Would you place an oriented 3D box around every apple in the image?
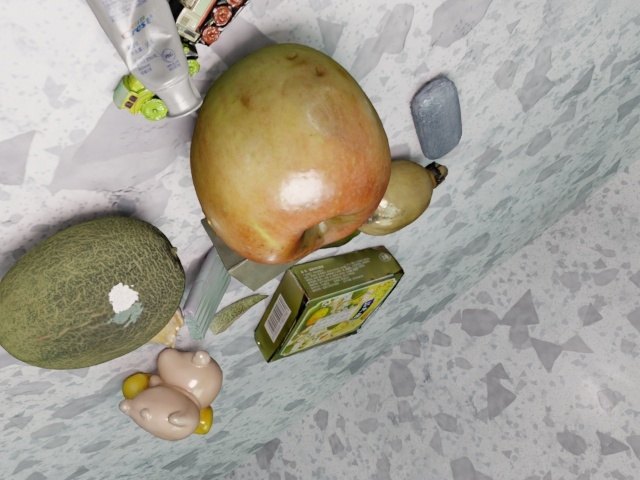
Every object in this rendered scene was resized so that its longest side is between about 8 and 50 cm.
[{"bbox_3d":[-0.059,-0.139,0.819,0.338,0.305,0.338,-29,167,-7],"label":"apple"}]

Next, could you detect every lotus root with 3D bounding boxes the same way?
[{"bbox_3d":[0.204,-0.122,1.283,0.310,0.183,0.182,-25,153,-29],"label":"lotus root"}]

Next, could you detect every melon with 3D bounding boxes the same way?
[{"bbox_3d":[-0.238,0.210,1.462,0.182,0.054,0.098,-38,159,10],"label":"melon"},{"bbox_3d":[-0.399,0.093,0.877,0.329,0.248,0.248,-26,153,-3],"label":"melon"}]

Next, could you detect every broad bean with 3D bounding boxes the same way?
[{"bbox_3d":[0.000,0.000,1.361,0.339,0.061,0.077,-15,155,-31],"label":"broad bean"}]

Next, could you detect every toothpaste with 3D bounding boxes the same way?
[{"bbox_3d":[-0.227,-0.278,0.611,0.096,0.061,0.266,-29,132,-8],"label":"toothpaste"}]

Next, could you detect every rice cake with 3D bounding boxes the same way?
[{"bbox_3d":[-0.264,0.122,1.178,0.189,0.037,0.198,96,10,-57],"label":"rice cake"}]

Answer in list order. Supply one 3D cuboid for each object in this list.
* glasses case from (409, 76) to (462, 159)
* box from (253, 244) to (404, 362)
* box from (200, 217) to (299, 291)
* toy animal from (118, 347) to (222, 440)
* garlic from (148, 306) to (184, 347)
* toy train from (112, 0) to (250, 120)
[{"bbox_3d":[0.284,-0.283,1.201,0.109,0.067,0.282,-33,155,5],"label":"glasses case"},{"bbox_3d":[0.025,0.210,1.652,0.420,0.138,0.373,-12,145,-37],"label":"box"},{"bbox_3d":[-0.109,-0.025,1.102,0.231,0.149,0.155,-34,153,2],"label":"box"},{"bbox_3d":[-0.418,0.410,1.440,0.246,0.278,0.345,-61,167,-10],"label":"toy animal"},{"bbox_3d":[-0.419,0.169,1.070,0.245,0.164,0.145,-7,161,-32],"label":"garlic"},{"bbox_3d":[-0.196,-0.276,0.699,0.249,0.053,0.085,-45,146,21],"label":"toy train"}]
